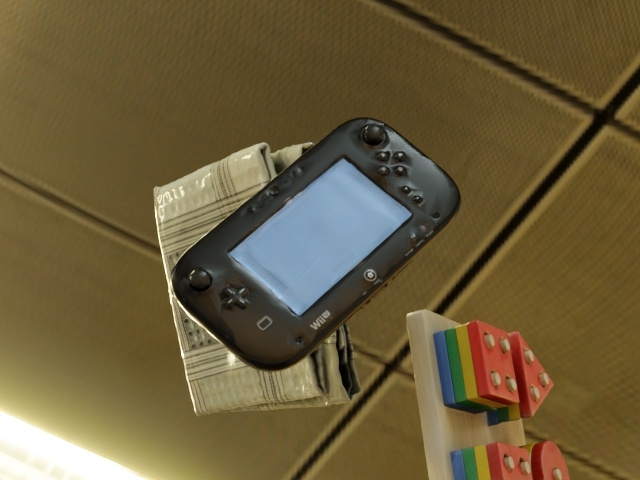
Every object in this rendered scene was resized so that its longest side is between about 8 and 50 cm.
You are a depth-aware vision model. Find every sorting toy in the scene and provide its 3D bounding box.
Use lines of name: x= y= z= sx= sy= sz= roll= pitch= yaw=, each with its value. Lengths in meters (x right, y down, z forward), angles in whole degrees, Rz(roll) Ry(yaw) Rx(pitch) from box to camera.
sorting toy: x=0.217 y=0.222 z=1.684 sx=0.089 sy=0.257 sz=0.255 roll=-18 pitch=-22 yaw=27

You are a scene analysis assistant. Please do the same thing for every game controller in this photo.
game controller: x=0.000 y=0.000 z=1.436 sx=0.166 sy=0.319 sz=0.067 roll=36 pitch=-29 yaw=23

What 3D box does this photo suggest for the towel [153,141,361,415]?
towel: x=-0.091 y=0.055 z=1.672 sx=0.324 sy=0.056 sz=0.312 roll=-15 pitch=-96 yaw=50
